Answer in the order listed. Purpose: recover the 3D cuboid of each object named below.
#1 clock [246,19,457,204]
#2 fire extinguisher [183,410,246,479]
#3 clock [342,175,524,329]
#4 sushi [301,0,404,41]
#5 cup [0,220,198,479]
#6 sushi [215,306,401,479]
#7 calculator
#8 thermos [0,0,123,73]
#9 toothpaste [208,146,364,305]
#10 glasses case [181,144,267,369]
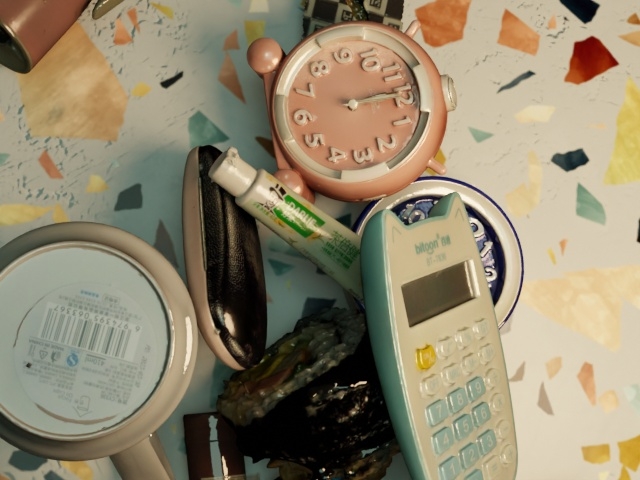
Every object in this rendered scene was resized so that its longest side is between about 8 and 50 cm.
[{"bbox_3d":[0.051,-0.159,1.341,0.241,0.142,0.227,-12,83,12],"label":"clock"},{"bbox_3d":[-0.109,0.322,1.304,0.099,0.071,0.231,-4,81,-31],"label":"fire extinguisher"},{"bbox_3d":[0.143,0.036,1.384,0.231,0.083,0.230,2,78,-8],"label":"clock"},{"bbox_3d":[0.046,-0.343,1.459,0.139,0.031,0.200,7,76,-7],"label":"sushi"},{"bbox_3d":[-0.241,0.148,1.176,0.237,0.327,0.322,-24,89,-10],"label":"cup"},{"bbox_3d":[0.015,0.214,1.260,0.239,0.225,0.218,-20,110,6],"label":"sushi"},{"bbox_3d":[0.145,0.145,1.228,0.054,0.256,0.386,-15,90,34],"label":"calculator"},{"bbox_3d":[-0.324,-0.344,1.349,0.176,0.146,0.265,38,71,6],"label":"thermos"},{"bbox_3d":[0.000,0.000,1.281,0.314,0.056,0.058,36,121,-18],"label":"toothpaste"},{"bbox_3d":[-0.114,0.014,1.270,0.075,0.122,0.314,-19,48,10],"label":"glasses case"}]
